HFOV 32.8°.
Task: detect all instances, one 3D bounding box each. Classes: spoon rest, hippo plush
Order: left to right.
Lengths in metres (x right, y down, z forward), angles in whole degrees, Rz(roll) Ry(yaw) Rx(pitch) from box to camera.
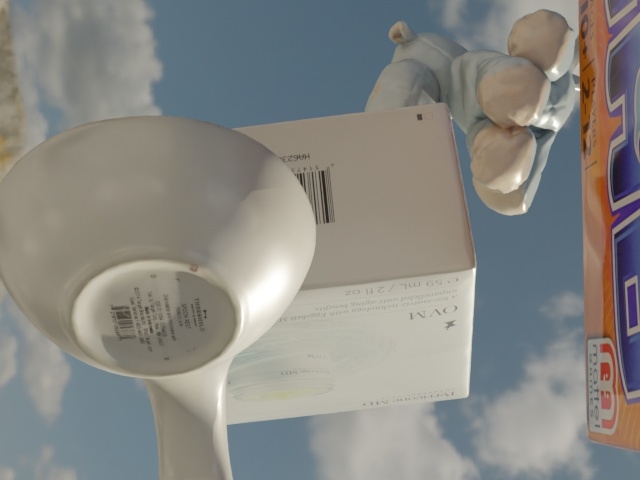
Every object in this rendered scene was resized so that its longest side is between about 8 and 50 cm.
[{"bbox_3d":[-0.070,0.054,0.508,0.084,0.137,0.276,-98,-174,-49],"label":"spoon rest"},{"bbox_3d":[0.179,-0.198,1.316,0.236,0.294,0.234,20,-31,22],"label":"hippo plush"}]

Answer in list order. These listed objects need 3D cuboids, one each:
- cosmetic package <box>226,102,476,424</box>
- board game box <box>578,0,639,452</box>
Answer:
[{"bbox_3d":[-0.006,0.030,0.809,0.225,0.224,0.138,78,6,-61],"label":"cosmetic package"},{"bbox_3d":[0.336,-0.076,0.485,0.356,0.356,0.357,97,-6,-83],"label":"board game box"}]
